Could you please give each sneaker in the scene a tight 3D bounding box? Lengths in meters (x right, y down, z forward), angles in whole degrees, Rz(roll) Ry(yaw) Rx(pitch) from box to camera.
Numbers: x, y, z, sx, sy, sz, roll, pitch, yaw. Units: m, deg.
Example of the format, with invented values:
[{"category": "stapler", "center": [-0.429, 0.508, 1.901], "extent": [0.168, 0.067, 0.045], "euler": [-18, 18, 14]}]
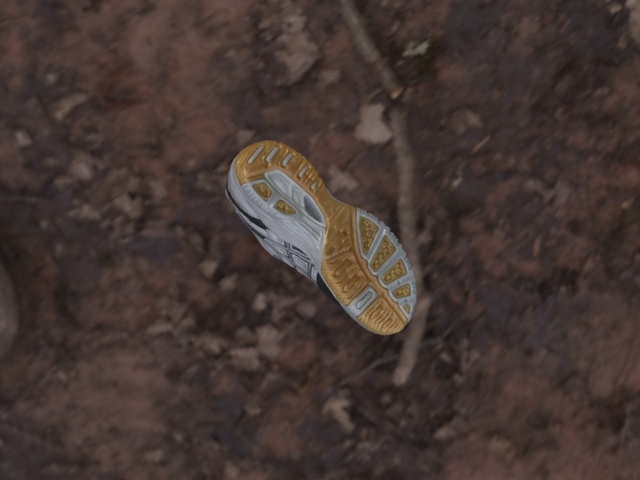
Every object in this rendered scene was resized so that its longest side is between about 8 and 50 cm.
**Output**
[{"category": "sneaker", "center": [0.000, 0.000, 0.557], "extent": [0.083, 0.032, 0.037], "euler": [49, 157, -2]}]
